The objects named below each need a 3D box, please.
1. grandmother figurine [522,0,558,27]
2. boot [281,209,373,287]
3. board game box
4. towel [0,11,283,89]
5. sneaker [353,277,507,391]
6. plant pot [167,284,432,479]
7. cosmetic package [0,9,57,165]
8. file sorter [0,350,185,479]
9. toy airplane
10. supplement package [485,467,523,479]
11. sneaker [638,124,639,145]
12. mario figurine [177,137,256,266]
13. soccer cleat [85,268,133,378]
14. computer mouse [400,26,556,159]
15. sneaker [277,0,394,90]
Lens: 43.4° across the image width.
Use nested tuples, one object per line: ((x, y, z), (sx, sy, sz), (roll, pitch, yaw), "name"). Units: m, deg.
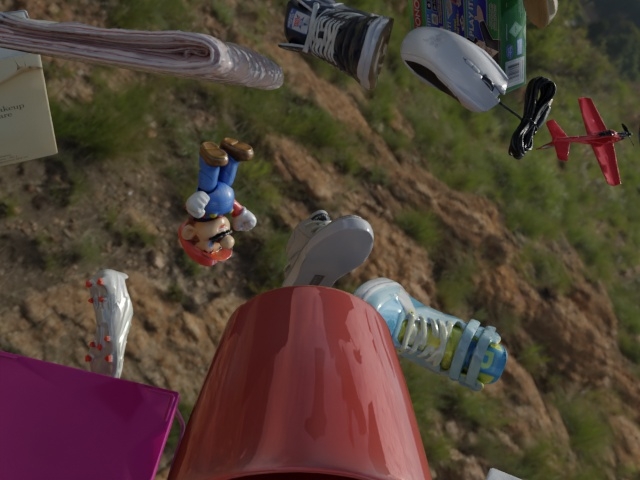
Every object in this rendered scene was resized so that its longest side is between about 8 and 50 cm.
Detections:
((0.368, -0.359, 0.907), (0.104, 0.342, 0.207), (86, -18, -66), "grandmother figurine")
((0.000, 0.000, 1.242), (0.095, 0.258, 0.123), (11, 57, -22), "boot")
((0.186, -0.376, 1.069), (0.213, 0.046, 0.317), (43, -31, 51), "board game box")
((-0.231, -0.246, 1.048), (0.332, 0.317, 0.053), (-39, 139, -77), "towel")
((0.185, 0.157, 1.304), (0.319, 0.208, 0.127), (20, 91, -56), "sneaker")
((-0.019, 0.198, 0.855), (0.275, 0.275, 0.243), (37, 36, -31), "plant pot")
((-0.614, -0.283, 1.556), (0.160, 0.309, 0.113), (-17, 65, -19), "cosmetic package")
((-0.369, 0.316, 1.201), (0.291, 0.182, 0.202), (12, 62, 5), "file sorter")
((0.388, -0.150, 1.177), (0.151, 0.028, 0.151), (3, 68, -7), "toy airplane")
((0.318, 0.559, 1.304), (0.199, 0.262, 0.198), (19, 33, 18), "supplement package")
((0.738, -0.167, 1.706), (0.069, 0.082, 0.209), (-13, 90, -12), "sneaker")
((-0.229, -0.069, 1.896), (0.198, 0.320, 0.170), (4, 33, -18), "mario figurine")
((-0.331, 0.144, 1.291), (0.076, 0.068, 0.196), (1, 86, -57), "soccer cleat")
((0.179, -0.185, 0.930), (0.193, 0.042, 0.106), (33, 76, 0), "computer mouse")
((0.016, -0.285, 1.121), (0.153, 0.099, 0.282), (16, 19, -3), "sneaker")
